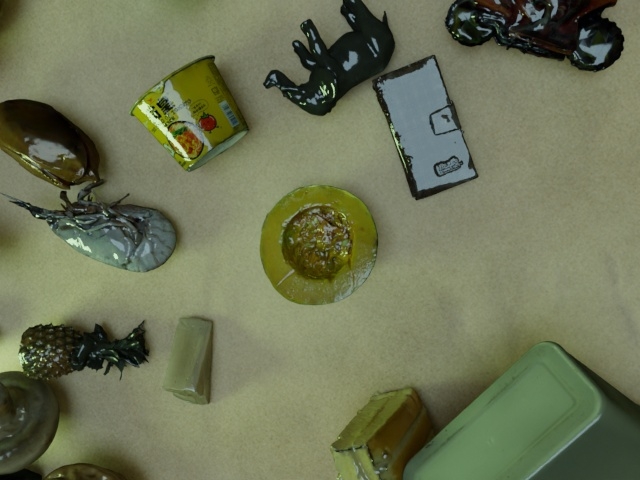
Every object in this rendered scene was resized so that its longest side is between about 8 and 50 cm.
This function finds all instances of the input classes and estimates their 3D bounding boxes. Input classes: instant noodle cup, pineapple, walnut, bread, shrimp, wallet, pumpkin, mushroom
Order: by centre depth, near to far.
[{"bbox_3d":[0.127,0.408,1.041,0.111,0.246,0.239,-21,93,29],"label":"bread"},{"bbox_3d":[0.185,-0.197,1.063,0.124,0.042,0.230,-19,92,15],"label":"wallet"},{"bbox_3d":[-0.223,-0.217,1.073,0.182,0.182,0.144,-33,99,12],"label":"instant noodle cup"},{"bbox_3d":[0.008,0.007,1.095,0.217,0.110,0.217,-1,87,19],"label":"pumpkin"},{"bbox_3d":[-0.517,-0.185,1.141,0.245,0.137,0.137,29,101,5],"label":"walnut"},{"bbox_3d":[-0.442,-0.041,1.155,0.343,0.116,0.145,18,99,0],"label":"shrimp"},{"bbox_3d":[-0.625,0.343,1.174,0.207,0.207,0.215,24,143,6],"label":"mushroom"},{"bbox_3d":[-0.471,0.539,1.189,0.213,0.213,0.213,1,97,10],"label":"walnut"},{"bbox_3d":[-0.253,0.241,1.202,0.077,0.105,0.152,8,66,9],"label":"bread"},{"bbox_3d":[-0.468,0.223,1.205,0.251,0.125,0.125,-2,96,0],"label":"pineapple"}]

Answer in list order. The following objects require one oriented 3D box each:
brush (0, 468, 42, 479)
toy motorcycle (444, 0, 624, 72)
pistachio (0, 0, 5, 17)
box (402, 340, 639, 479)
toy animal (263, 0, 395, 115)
[{"bbox_3d":[-0.665,0.493,1.219,0.123,0.197,0.059,17,77,7],"label":"brush"},{"bbox_3d":[0.301,-0.410,0.972,0.401,0.134,0.207,13,98,7],"label":"toy motorcycle"},{"bbox_3d":[-0.708,-0.468,1.098,0.238,0.229,0.321,-5,82,-32],"label":"pistachio"},{"bbox_3d":[0.365,0.374,0.957,0.344,0.177,0.352,35,105,-31],"label":"box"},{"bbox_3d":[0.019,-0.315,1.041,0.245,0.114,0.146,-34,89,12],"label":"toy animal"}]
